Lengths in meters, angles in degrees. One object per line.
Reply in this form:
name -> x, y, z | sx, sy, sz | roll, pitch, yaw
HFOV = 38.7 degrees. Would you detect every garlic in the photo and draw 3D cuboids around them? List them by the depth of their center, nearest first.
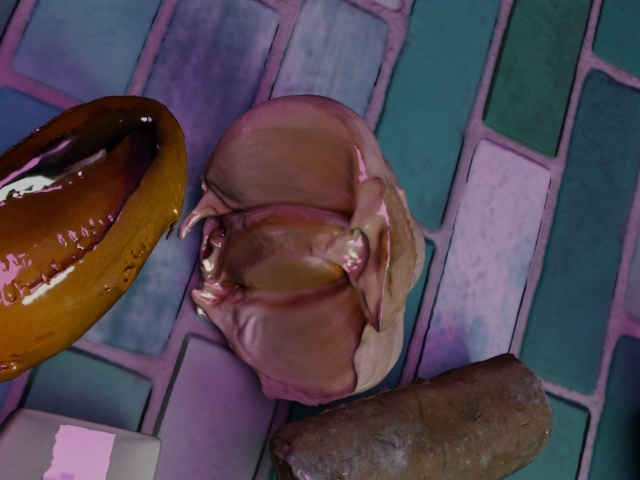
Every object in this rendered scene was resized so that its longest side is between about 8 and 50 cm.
garlic -> 0.000, 0.000, 0.706 | 0.142, 0.177, 0.230 | -26, 112, -55

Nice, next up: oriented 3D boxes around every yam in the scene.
yam -> 0.067, 0.161, 0.695 | 0.259, 0.106, 0.106 | -11, 85, -36

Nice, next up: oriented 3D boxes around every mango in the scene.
mango -> -0.189, -0.008, 0.619 | 0.156, 0.151, 0.249 | 24, 56, 25

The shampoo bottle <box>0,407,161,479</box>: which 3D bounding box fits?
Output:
shampoo bottle -> -0.209, 0.294, 0.589 | 0.134, 0.078, 0.360 | 16, 75, -16
